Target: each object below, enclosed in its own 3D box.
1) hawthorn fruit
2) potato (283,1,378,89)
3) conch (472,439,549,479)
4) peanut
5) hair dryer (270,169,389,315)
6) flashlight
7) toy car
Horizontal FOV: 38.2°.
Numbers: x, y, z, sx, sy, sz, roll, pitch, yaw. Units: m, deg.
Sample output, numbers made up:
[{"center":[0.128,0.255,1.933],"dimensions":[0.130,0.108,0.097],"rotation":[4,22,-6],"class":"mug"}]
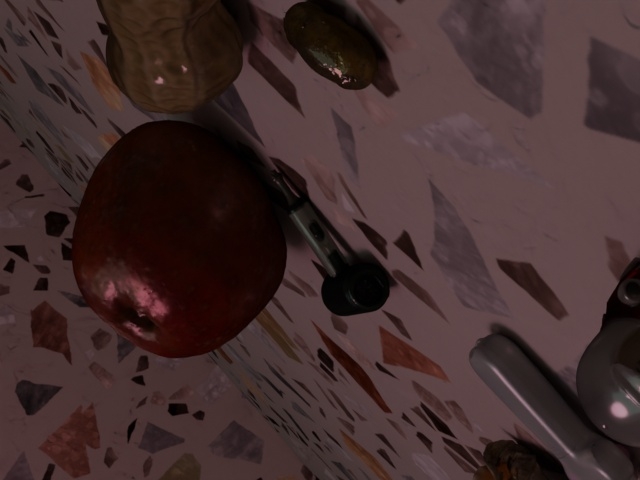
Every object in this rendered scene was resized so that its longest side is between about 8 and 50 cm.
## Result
[{"center":[-0.170,0.001,1.146],"dimensions":[0.284,0.284,0.284],"rotation":[43,163,17],"class":"hawthorn fruit"},{"center":[0.005,-0.150,0.703],"dimensions":[0.092,0.045,0.046],"rotation":[44,-161,20],"class":"potato"},{"center":[0.264,0.357,1.005],"dimensions":[0.291,0.158,0.210],"rotation":[-96,20,-54],"class":"conch"},{"center":[-0.128,-0.200,0.803],"dimensions":[0.136,0.120,0.298],"rotation":[23,161,1],"class":"peanut"},{"center":[0.000,0.000,1.060],"dimensions":[0.198,0.057,0.100],"rotation":[54,162,-2],"class":"hair dryer"},{"center":[0.221,0.167,0.879],"dimensions":[0.200,0.047,0.093],"rotation":[47,163,11],"class":"flashlight"},{"center":[0.212,0.079,0.581],"dimensions":[0.112,0.112,0.139],"rotation":[44,163,11],"class":"toy car"}]
